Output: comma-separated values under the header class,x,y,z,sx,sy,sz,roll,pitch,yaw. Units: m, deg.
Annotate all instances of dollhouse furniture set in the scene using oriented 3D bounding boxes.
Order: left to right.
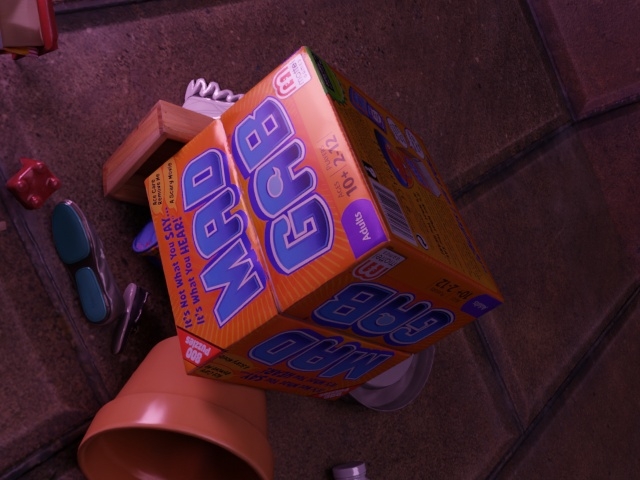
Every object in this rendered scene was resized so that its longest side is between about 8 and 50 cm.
class,x,y,z,sx,sy,sz,roll,pitch,yaw
dollhouse furniture set,-0.511,-0.204,1.081,0.201,0.152,0.374,-16,106,-45

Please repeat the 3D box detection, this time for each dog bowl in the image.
class,x,y,z,sx,sy,sz,roll,pitch,yaw
dog bowl,0.097,0.191,1.537,0.349,0.102,0.348,15,68,-40

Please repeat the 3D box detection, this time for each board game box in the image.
class,x,y,z,sx,sy,sz,roll,pitch,yaw
board game box,0.000,0.000,1.131,0.356,0.356,0.356,25,37,-49

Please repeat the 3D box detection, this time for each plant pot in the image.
class,x,y,z,sx,sy,sz,roll,pitch,yaw
plant pot,-0.202,0.287,1.123,0.291,0.291,0.203,43,36,-26

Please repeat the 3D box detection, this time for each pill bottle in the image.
class,x,y,z,sx,sy,sz,roll,pitch,yaw
pill bottle,0.071,0.528,1.420,0.087,0.087,0.160,-4,80,-44

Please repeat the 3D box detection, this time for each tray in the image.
class,x,y,z,sx,sy,sz,roll,pitch,yaw
tray,-0.160,-0.115,1.309,0.411,0.203,0.076,14,52,-40

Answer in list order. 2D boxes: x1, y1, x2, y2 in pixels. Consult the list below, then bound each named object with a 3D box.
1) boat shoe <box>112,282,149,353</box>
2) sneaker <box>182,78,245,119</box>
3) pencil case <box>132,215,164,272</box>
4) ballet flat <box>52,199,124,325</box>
class,x,y,z,sx,sy,sz,roll,pitch,yaw
boat shoe,-0.319,0.134,1.203,0.038,0.046,0.125,25,53,-30
sneaker,-0.144,-0.218,1.328,0.118,0.292,0.110,-64,148,-24
pencil case,-0.190,0.066,1.285,0.306,0.133,0.119,45,72,-23
ballet flat,-0.379,0.036,1.171,0.068,0.072,0.213,-23,95,-72
